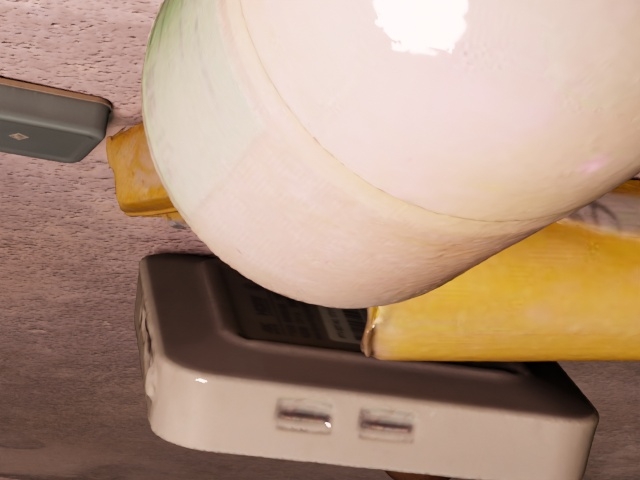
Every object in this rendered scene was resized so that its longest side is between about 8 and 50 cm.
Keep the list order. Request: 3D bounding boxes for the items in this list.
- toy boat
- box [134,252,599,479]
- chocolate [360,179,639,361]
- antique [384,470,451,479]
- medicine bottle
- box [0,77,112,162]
[{"bbox_3d":[-0.035,-0.070,1.285,0.115,0.089,0.310,-4,171,-41],"label":"toy boat"},{"bbox_3d":[0.023,0.101,1.583,0.373,0.090,0.367,8,-168,-11],"label":"box"},{"bbox_3d":[0.250,0.017,1.428,0.445,0.162,0.162,1,163,-2],"label":"chocolate"},{"bbox_3d":[0.085,0.193,2.025,0.121,0.143,0.257,-3,160,28],"label":"antique"},{"bbox_3d":[0.072,-0.122,0.838,0.235,0.236,0.406,10,162,-17],"label":"medicine bottle"},{"bbox_3d":[-0.226,-0.090,1.361,0.126,0.031,0.091,10,162,-23],"label":"box"}]
